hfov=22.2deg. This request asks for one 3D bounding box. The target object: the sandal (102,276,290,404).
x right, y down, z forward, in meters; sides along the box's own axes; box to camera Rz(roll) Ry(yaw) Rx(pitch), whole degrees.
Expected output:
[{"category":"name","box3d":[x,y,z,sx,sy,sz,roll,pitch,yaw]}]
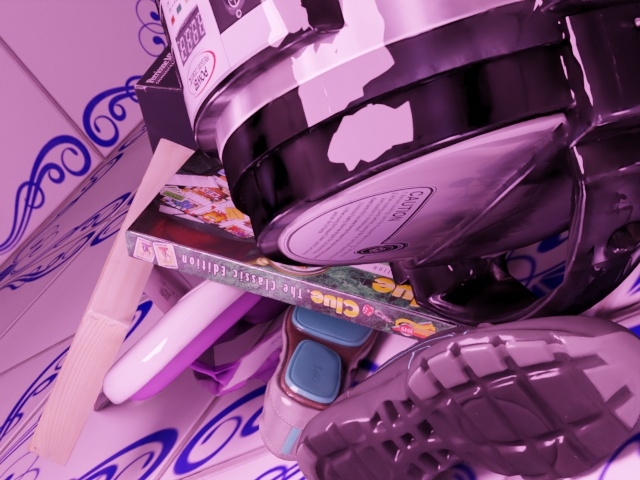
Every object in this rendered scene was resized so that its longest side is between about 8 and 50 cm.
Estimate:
[{"category":"sandal","box3d":[-0.052,0.067,1.365,0.169,0.102,0.416,-45,-3,16]}]

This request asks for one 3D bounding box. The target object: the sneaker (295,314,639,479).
[{"category":"sneaker","box3d":[0.089,0.081,0.938,0.267,0.101,0.106,-24,18,49]}]

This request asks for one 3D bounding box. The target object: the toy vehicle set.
[{"category":"toy vehicle set","box3d":[-0.178,0.047,1.411,0.267,0.035,0.166,-77,12,-55]}]

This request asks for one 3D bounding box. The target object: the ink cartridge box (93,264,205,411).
[{"category":"ink cartridge box","box3d":[-0.144,0.050,1.607,0.261,0.066,0.296,-42,-1,-13]}]

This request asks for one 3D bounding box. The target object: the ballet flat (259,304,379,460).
[{"category":"ballet flat","box3d":[-0.006,0.096,1.231,0.213,0.072,0.068,-63,-4,-64]}]

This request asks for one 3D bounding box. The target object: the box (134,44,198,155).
[{"category":"box","box3d":[-0.045,-0.182,1.657,0.184,0.103,0.261,8,41,22]}]

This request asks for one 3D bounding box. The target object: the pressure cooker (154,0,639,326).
[{"category":"pressure cooker","box3d":[0.098,-0.153,1.021,0.375,0.420,0.370,-19,-12,25]}]

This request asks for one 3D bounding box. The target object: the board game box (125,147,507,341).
[{"category":"board game box","box3d":[0.000,0.000,1.220,0.136,0.259,0.030,-52,-27,-51]}]
